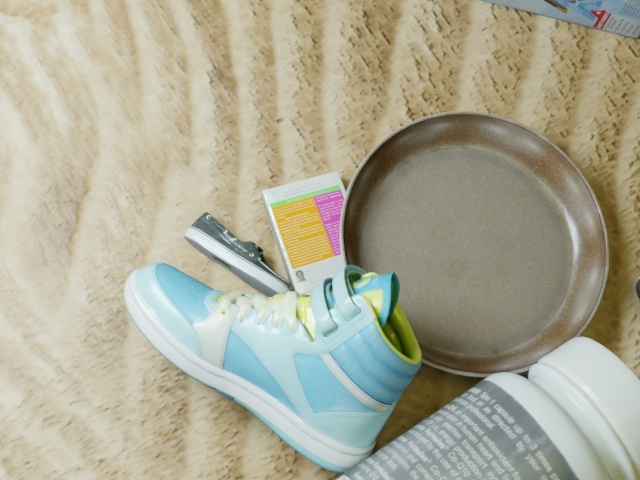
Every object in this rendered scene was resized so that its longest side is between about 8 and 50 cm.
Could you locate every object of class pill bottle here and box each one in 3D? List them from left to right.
[{"bbox_3d":[0.166,0.262,1.130,0.361,0.204,0.204,-32,78,-10],"label":"pill bottle"}]

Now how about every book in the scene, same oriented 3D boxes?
[{"bbox_3d":[0.000,0.000,1.287,0.096,0.035,0.144,-17,76,-11],"label":"book"}]

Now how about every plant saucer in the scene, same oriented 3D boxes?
[{"bbox_3d":[0.171,0.005,1.274,0.310,0.050,0.310,3,72,-9],"label":"plant saucer"}]

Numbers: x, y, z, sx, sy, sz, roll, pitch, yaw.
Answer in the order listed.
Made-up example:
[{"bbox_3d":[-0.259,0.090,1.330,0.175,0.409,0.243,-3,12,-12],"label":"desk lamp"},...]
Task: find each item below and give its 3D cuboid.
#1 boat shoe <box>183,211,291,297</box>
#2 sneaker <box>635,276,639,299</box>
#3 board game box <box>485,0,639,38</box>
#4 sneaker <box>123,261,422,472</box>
[{"bbox_3d":[-0.088,0.017,1.269,0.142,0.049,0.040,33,74,9],"label":"boat shoe"},{"bbox_3d":[0.469,0.029,1.293,0.235,0.084,0.097,-6,50,-6],"label":"sneaker"},{"bbox_3d":[0.257,-0.362,1.257,0.318,0.318,0.066,14,72,0],"label":"board game box"},{"bbox_3d":[-0.035,0.075,1.172,0.319,0.127,0.208,35,113,-1],"label":"sneaker"}]
